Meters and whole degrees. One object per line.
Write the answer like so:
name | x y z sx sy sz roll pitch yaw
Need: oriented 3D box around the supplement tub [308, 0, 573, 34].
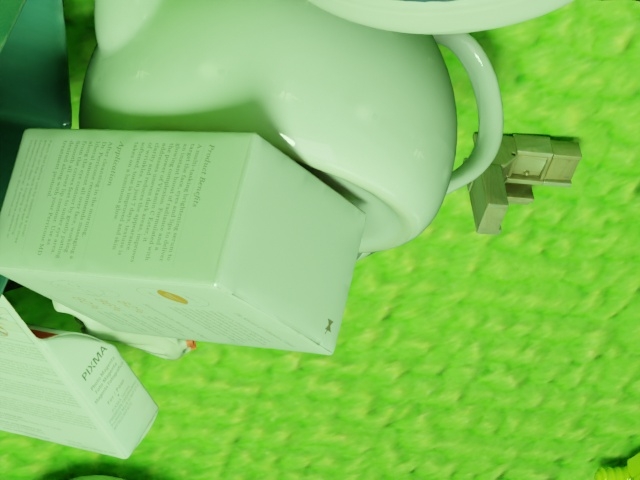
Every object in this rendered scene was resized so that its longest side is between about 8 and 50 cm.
supplement tub | 0.051 -0.289 0.816 0.235 0.235 0.325 -13 140 1

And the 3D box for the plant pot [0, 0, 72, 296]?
plant pot | -0.290 -0.090 1.008 0.234 0.165 0.165 10 138 6

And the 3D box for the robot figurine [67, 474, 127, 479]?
robot figurine | -0.242 0.340 1.490 0.353 0.199 0.300 -34 156 24

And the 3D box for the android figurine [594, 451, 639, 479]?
android figurine | 0.387 0.253 1.651 0.273 0.056 0.248 0 138 -14

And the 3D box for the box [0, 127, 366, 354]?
box | -0.083 0.000 0.974 0.170 0.091 0.130 4 162 32

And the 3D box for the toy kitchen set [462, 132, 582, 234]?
toy kitchen set | 0.151 -0.030 1.257 0.083 0.075 0.068 4 138 -11

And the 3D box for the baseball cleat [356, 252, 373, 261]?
baseball cleat | 0.000 0.000 1.276 0.206 0.072 0.109 -18 155 11

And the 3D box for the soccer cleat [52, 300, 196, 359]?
soccer cleat | -0.144 0.050 1.256 0.076 0.068 0.196 -8 165 7

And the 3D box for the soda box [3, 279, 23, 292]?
soda box | -0.189 -0.014 1.212 0.169 0.053 0.060 -17 140 7

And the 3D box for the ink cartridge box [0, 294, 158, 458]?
ink cartridge box | -0.247 0.064 1.224 0.189 0.066 0.232 8 141 30

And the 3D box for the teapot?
teapot | -0.018 -0.110 1.055 0.253 0.187 0.256 10 164 12
